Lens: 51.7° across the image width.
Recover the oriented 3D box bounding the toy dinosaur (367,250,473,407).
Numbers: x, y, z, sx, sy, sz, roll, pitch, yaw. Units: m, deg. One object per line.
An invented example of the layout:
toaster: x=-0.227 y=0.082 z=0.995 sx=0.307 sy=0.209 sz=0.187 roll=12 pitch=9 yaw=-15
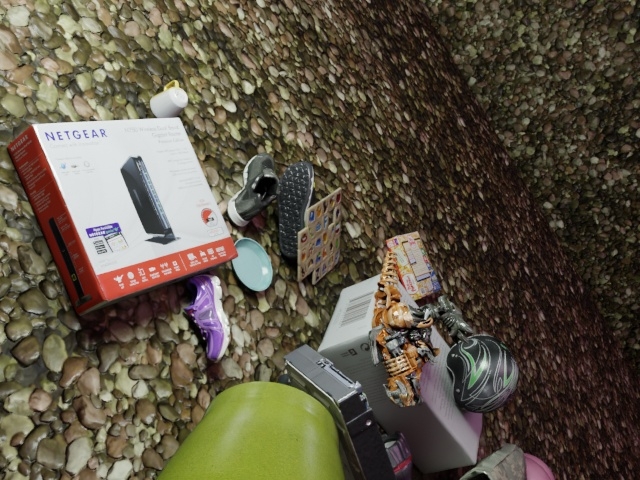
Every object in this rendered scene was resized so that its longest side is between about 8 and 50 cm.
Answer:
toy dinosaur: x=0.187 y=0.182 z=1.396 sx=0.218 sy=0.164 sz=0.322 roll=7 pitch=85 yaw=-34

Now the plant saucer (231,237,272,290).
plant saucer: x=-0.151 y=0.054 z=1.403 sx=0.119 sy=0.021 sz=0.119 roll=32 pitch=45 yaw=-39

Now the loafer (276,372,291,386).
loafer: x=-0.005 y=0.347 z=1.372 sx=0.223 sy=0.076 sz=0.078 roll=33 pitch=49 yaw=-32

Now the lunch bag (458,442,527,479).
lunch bag: x=0.400 y=0.643 z=1.587 sx=0.235 sy=0.168 sz=0.287 roll=0 pitch=97 yaw=-55

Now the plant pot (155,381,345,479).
plant pot: x=-0.105 y=0.412 z=0.980 sx=0.366 sy=0.366 sz=0.353 roll=51 pitch=23 yaw=-20

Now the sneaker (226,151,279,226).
sneaker: x=-0.127 y=-0.128 z=1.477 sx=0.078 sy=0.106 sz=0.234 roll=49 pitch=36 yaw=-25

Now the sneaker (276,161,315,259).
sneaker: x=-0.051 y=-0.066 z=1.536 sx=0.097 sy=0.084 sz=0.235 roll=-10 pitch=109 yaw=-68

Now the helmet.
helmet: x=0.388 y=0.324 z=1.574 sx=0.169 sy=0.169 sz=0.162 roll=40 pitch=23 yaw=-33

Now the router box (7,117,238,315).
router box: x=-0.331 y=-0.060 z=1.167 sx=0.335 sy=0.082 sz=0.301 roll=-21 pitch=87 yaw=-57

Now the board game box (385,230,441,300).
board game box: x=0.280 y=0.075 z=1.973 sx=0.146 sy=0.045 sz=0.194 roll=-10 pitch=77 yaw=-56

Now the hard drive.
hard drive: x=0.049 y=0.380 z=1.225 sx=0.064 sy=0.237 sz=0.339 roll=-26 pitch=111 yaw=-20

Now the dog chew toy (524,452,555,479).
dog chew toy: x=0.559 y=0.686 z=1.839 sx=0.332 sy=0.206 sz=0.207 roll=11 pitch=60 yaw=-61

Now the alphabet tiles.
alphabet tiles: x=0.000 y=0.000 z=1.560 sx=0.237 sy=0.009 sz=0.198 roll=-38 pitch=134 yaw=-58

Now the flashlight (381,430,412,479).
flashlight: x=0.204 y=0.585 z=1.478 sx=0.103 sy=0.103 sz=0.304 roll=-26 pitch=90 yaw=-58

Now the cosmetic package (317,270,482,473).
cosmetic package: x=0.210 y=0.324 z=1.602 sx=0.453 sy=0.161 sz=0.230 roll=52 pitch=35 yaw=-19

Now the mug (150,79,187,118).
mug: x=-0.311 y=-0.292 z=1.365 sx=0.062 sy=0.064 sz=0.078 roll=-22 pitch=87 yaw=-56

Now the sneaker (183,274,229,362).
sneaker: x=-0.217 y=0.146 z=1.228 sx=0.071 sy=0.068 sz=0.170 roll=-1 pitch=64 yaw=-34
